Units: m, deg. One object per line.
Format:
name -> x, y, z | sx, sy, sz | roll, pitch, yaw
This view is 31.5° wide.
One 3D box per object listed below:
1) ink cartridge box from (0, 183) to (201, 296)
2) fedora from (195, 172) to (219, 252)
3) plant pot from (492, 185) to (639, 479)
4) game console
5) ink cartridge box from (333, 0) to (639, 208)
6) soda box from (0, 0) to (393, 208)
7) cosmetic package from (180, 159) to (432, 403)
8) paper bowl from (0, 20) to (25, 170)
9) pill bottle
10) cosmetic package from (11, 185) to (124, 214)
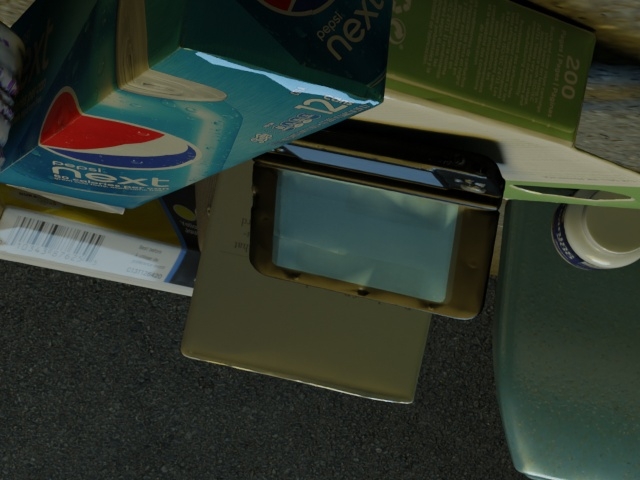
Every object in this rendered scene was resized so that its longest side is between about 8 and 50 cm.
ink cartridge box -> -0.239, -0.067, 1.207 | 0.304, 0.072, 0.307 | 13, -149, -38
fedora -> -0.031, -0.027, 1.015 | 0.244, 0.124, 0.275 | 13, 177, -24
plant pot -> 0.273, 0.102, 1.045 | 0.248, 0.252, 0.247 | 11, 177, 8
game console -> 0.018, -0.009, 0.520 | 0.122, 0.071, 0.107 | 12, 178, 12
ink cartridge box -> 0.060, -0.063, 0.519 | 0.235, 0.056, 0.171 | 11, 179, -33
soda box -> -0.057, -0.065, 0.404 | 0.067, 0.071, 0.210 | 11, 168, -27
cosmetic package -> 0.000, 0.000, 0.767 | 0.152, 0.183, 0.151 | 12, 178, -2
paper bowl -> -0.245, -0.085, 0.383 | 0.284, 0.148, 0.284 | 11, 177, 1
pill bottle -> 0.213, -0.012, 0.849 | 0.067, 0.067, 0.120 | 12, 178, 4
cosmetic package -> -0.196, -0.078, 0.940 | 0.060, 0.098, 0.239 | 12, 178, -2
